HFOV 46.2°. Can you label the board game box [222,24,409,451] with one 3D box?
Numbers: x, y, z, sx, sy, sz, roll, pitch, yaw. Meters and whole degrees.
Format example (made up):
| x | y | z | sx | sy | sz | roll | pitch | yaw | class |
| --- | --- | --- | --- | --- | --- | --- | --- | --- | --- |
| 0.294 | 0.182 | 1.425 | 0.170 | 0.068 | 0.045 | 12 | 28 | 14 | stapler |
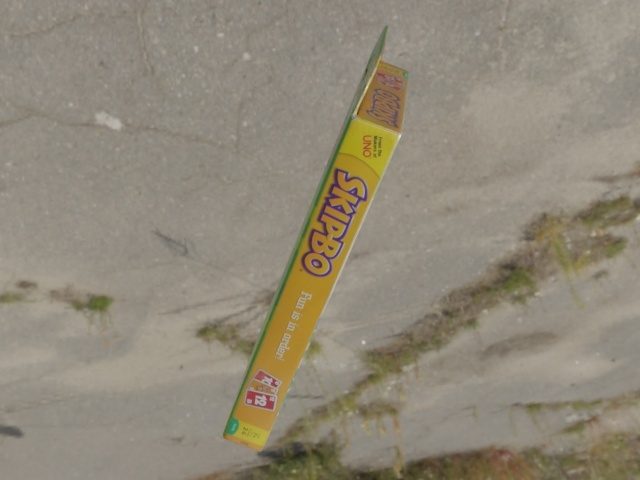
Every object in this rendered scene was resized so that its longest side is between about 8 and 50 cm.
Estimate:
| x | y | z | sx | sy | sz | roll | pitch | yaw | class |
| --- | --- | --- | --- | --- | --- | --- | --- | --- | --- |
| 0.000 | 0.000 | 0.478 | 0.039 | 0.124 | 0.259 | 19 | 119 | -2 | board game box |
